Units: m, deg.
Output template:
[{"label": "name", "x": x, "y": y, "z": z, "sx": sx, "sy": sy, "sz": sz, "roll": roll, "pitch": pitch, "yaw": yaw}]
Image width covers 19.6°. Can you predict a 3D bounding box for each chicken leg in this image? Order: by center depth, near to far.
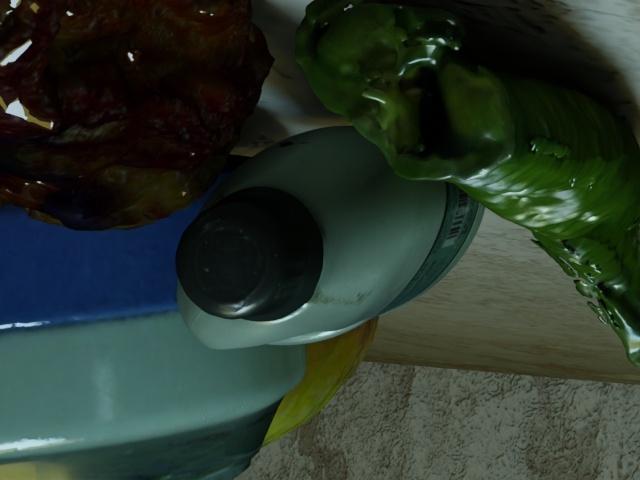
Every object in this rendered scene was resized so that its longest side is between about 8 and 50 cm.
[{"label": "chicken leg", "x": -0.108, "y": -0.056, "z": 0.581, "sx": 0.177, "sy": 0.083, "sz": 0.322, "roll": 15, "pitch": 173, "yaw": 4}]

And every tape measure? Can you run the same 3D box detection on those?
[{"label": "tape measure", "x": -0.137, "y": 0.026, "z": 0.834, "sx": 0.262, "sy": 0.138, "sz": 0.259, "roll": 4, "pitch": -173, "yaw": 12}]

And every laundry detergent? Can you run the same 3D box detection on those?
[{"label": "laundry detergent", "x": 0.000, "y": 0.000, "z": 0.679, "sx": 0.099, "sy": 0.070, "sz": 0.226, "roll": -35, "pitch": 175, "yaw": 15}]

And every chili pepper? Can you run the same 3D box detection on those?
[{"label": "chili pepper", "x": 0.091, "y": -0.016, "z": 0.689, "sx": 0.085, "sy": 0.076, "sz": 0.359, "roll": 33, "pitch": -178, "yaw": 25}]

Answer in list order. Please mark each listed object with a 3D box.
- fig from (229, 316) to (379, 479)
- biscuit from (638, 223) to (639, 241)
[{"label": "fig", "x": -0.049, "y": 0.067, "z": 1.056, "sx": 0.160, "sy": 0.230, "sz": 0.143, "roll": 2, "pitch": -145, "yaw": -7}, {"label": "biscuit", "x": 0.211, "y": 0.023, "z": 0.943, "sx": 0.118, "sy": 0.061, "sz": 0.183, "roll": 48, "pitch": 179, "yaw": 8}]
